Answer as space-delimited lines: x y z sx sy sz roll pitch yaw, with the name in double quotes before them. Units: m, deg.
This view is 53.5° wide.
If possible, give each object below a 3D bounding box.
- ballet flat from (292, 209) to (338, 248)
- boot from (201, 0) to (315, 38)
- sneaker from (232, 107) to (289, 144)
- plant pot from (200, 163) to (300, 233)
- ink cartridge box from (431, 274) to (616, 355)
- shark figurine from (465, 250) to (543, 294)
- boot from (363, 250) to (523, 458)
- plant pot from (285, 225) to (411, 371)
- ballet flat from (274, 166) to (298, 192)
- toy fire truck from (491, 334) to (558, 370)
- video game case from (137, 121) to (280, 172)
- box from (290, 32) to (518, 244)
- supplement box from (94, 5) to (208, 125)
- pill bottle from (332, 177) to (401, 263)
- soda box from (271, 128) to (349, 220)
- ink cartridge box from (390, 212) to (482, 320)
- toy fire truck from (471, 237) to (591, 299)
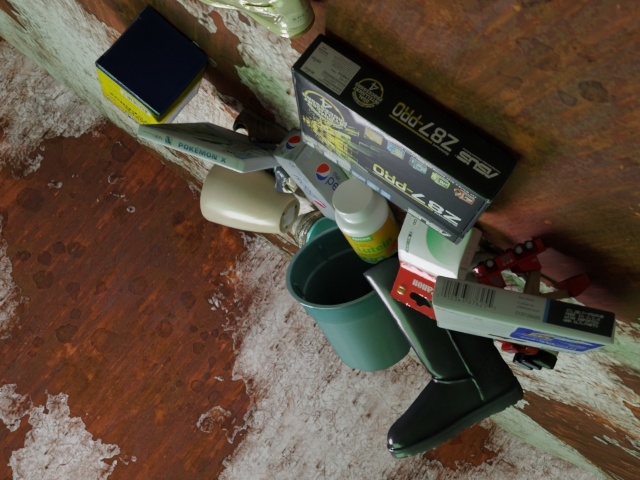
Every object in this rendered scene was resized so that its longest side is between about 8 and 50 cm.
"ballet flat" 0.000 0.000 2.211 0.182 0.164 0.483 42 177 31
"boot" -0.133 -0.423 0.934 0.262 0.095 0.203 33 169 14
"sneaker" -0.151 -0.280 1.682 0.188 0.071 0.066 33 169 25
"plant pot" -0.215 -0.133 2.133 0.274 0.256 0.256 24 166 21
"ink cartridge box" 0.373 0.151 1.218 0.303 0.072 0.307 10 171 14
"shark figurine" 0.389 0.068 1.431 0.278 0.166 0.116 12 -175 27
"boot" 0.231 0.253 1.549 0.445 0.367 0.146 61 -179 -2
"plant pot" 0.116 0.181 1.835 0.341 0.341 0.334 26 148 47
"ballet flat" -0.104 -0.182 1.959 0.074 0.074 0.203 36 167 8
"toy fire truck" 0.469 0.198 1.583 0.246 0.158 0.217 26 169 4
"video game case" -0.251 -0.249 1.642 0.300 0.036 0.329 20 -162 16
"box" 0.136 -0.168 1.159 0.395 0.097 0.318 35 172 9
"supplement box" -0.445 -0.427 1.677 0.195 0.194 0.356 39 169 -11
"pill bottle" 0.117 -0.051 1.611 0.136 0.136 0.246 31 168 33
"soda box" 0.000 -0.160 1.651 0.098 0.091 0.286 25 164 45
"ink cartridge box" 0.242 0.051 1.419 0.056 0.225 0.181 14 -171 -45
"toy fire truck" 0.399 0.071 1.209 0.047 0.192 0.135 123 122 -79
